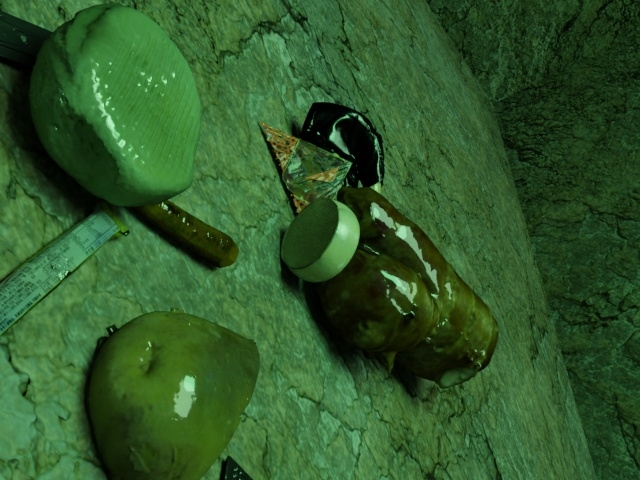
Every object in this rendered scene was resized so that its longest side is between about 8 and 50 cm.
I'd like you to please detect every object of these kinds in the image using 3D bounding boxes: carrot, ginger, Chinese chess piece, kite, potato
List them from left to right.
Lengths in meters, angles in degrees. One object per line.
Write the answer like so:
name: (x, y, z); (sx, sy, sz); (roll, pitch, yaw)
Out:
potato: (-0.137, 0.124, 0.831); (0.138, 0.098, 0.243); (53, 24, -23)
carrot: (-0.157, -0.016, 1.002); (0.170, 0.042, 0.042); (38, 34, -45)
kite: (-0.005, -0.106, 1.353); (0.222, 0.125, 0.008); (68, -20, 9)
Chinese chess piece: (0.000, 0.000, 1.221); (0.051, 0.122, 0.122); (34, 36, -35)
ginger: (0.137, 0.123, 1.343); (0.418, 0.176, 0.254); (48, 40, -36)

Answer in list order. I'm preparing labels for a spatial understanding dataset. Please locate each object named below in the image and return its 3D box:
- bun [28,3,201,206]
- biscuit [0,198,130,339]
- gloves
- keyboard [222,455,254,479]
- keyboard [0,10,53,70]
bun: (-0.217, -0.135, 0.899); (0.221, 0.108, 0.221); (45, 36, -46)
biscuit: (-0.247, 0.026, 0.778); (0.048, 0.026, 0.292); (56, 23, -12)
gloves: (0.032, -0.119, 1.436); (0.164, 0.124, 0.204); (20, 73, -12)
keyboard: (-0.089, 0.311, 0.853); (0.064, 0.010, 0.198); (52, 25, -32)
keyboard: (-0.311, -0.204, 0.890); (0.204, 0.013, 0.061); (12, 57, -63)
